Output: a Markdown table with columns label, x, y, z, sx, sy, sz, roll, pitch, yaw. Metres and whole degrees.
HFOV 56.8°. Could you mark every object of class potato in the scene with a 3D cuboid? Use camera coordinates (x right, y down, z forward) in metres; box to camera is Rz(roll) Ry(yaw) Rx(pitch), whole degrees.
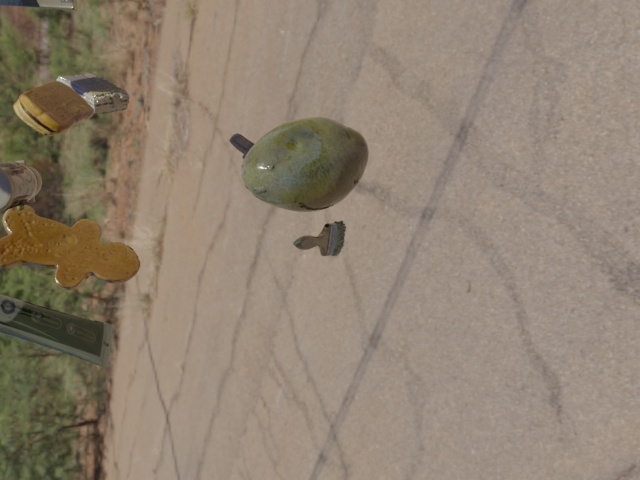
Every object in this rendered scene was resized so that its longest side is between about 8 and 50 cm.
| label | x | y | z | sx | sy | sz | roll | pitch | yaw |
| --- | --- | --- | --- | --- | --- | --- | --- | --- | --- |
| potato | -0.026 | -0.136 | 1.053 | 0.178 | 0.235 | 0.160 | -139 | 39 | -66 |

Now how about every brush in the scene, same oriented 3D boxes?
| label | x | y | z | sx | sy | sz | roll | pitch | yaw |
| --- | --- | --- | --- | --- | --- | --- | --- | --- | --- |
| brush | 0.000 | 0.000 | 1.081 | 0.021 | 0.196 | 0.070 | 12 | 99 | 23 |

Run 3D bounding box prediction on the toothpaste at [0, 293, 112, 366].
| label | x | y | z | sx | sy | sz | roll | pitch | yaw |
| --- | --- | --- | --- | --- | --- | --- | --- | --- | --- |
| toothpaste | -0.561 | 0.150 | 1.122 | 0.061 | 0.392 | 0.099 | -22 | 55 | 26 |

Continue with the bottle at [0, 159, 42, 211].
| label | x | y | z | sx | sy | sz | roll | pitch | yaw |
| --- | --- | --- | --- | --- | --- | --- | --- | --- | --- |
| bottle | -0.653 | -0.111 | 1.244 | 0.209 | 0.097 | 0.110 | -122 | 27 | -78 |

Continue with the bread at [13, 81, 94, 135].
| label | x | y | z | sx | sy | sz | roll | pitch | yaw |
| --- | --- | --- | --- | --- | --- | --- | --- | --- | --- |
| bread | -0.608 | -0.297 | 1.351 | 0.077 | 0.116 | 0.200 | -38 | 17 | 18 |

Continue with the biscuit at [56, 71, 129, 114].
| label | x | y | z | sx | sy | sz | roll | pitch | yaw |
| --- | --- | --- | --- | --- | --- | --- | --- | --- | --- |
| biscuit | -0.632 | -0.411 | 1.647 | 0.239 | 0.108 | 0.062 | 31 | 129 | 37 |

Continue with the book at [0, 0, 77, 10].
| label | x | y | z | sx | sy | sz | roll | pitch | yaw |
| --- | --- | --- | --- | --- | --- | --- | --- | --- | --- |
| book | -0.721 | -0.677 | 1.426 | 0.021 | 0.310 | 0.217 | -36 | -46 | -66 |

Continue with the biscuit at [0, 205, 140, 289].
| label | x | y | z | sx | sy | sz | roll | pitch | yaw |
| --- | --- | --- | --- | --- | --- | --- | --- | --- | --- |
| biscuit | -0.621 | 0.033 | 1.463 | 0.047 | 0.339 | 0.216 | 124 | 153 | -46 |

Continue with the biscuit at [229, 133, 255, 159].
| label | x | y | z | sx | sy | sz | roll | pitch | yaw |
| --- | --- | --- | --- | --- | --- | --- | --- | --- | --- |
| biscuit | -0.096 | -0.154 | 1.285 | 0.236 | 0.144 | 0.040 | 33 | 86 | 28 |
